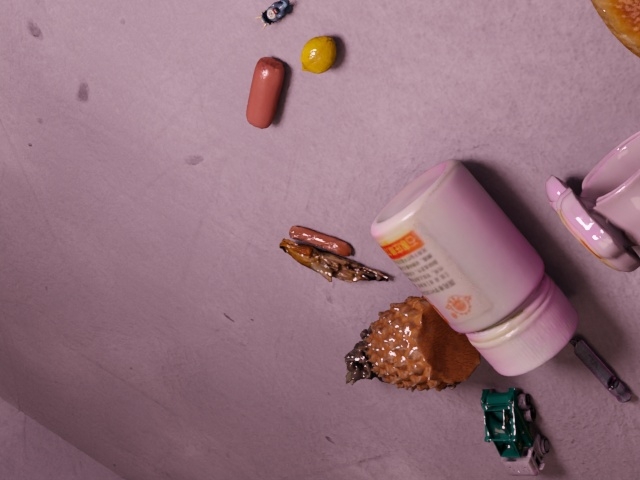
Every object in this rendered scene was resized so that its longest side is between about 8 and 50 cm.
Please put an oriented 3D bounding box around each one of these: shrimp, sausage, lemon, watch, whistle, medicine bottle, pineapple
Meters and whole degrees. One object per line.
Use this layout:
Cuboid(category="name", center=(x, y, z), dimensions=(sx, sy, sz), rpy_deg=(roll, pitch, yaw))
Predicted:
Cuboid(category="shrimp", center=(0.021, 0.060, 1.559), dimensions=(0.262, 0.117, 0.066), rpy_deg=(17, 90, 23))
Cuboid(category="sausage", center=(0.000, 0.000, 1.580), dimensions=(0.157, 0.042, 0.036), rpy_deg=(19, 92, 17))
Cuboid(category="sausage", center=(-0.114, -0.299, 1.406), dimensions=(0.062, 0.062, 0.154), rpy_deg=(29, 133, 11))
Cuboid(category="lemon", center=(-0.005, -0.349, 1.297), dimensions=(0.065, 0.065, 0.092), rpy_deg=(46, 129, -6))
Cuboid(category="watch", center=(0.509, -0.071, 1.112), dimensions=(0.211, 0.248, 0.217), rpy_deg=(44, 108, -2))
Cuboid(category="whistle", center=(0.575, 0.266, 1.415), dimensions=(0.176, 0.033, 0.033), rpy_deg=(46, 134, -7))
Cuboid(category="medicine bottle", center=(0.294, 0.053, 1.306), dimensions=(0.388, 0.219, 0.219), rpy_deg=(47, 134, -8))
Cuboid(category="pineapple", center=(0.173, 0.247, 1.552), dimensions=(0.223, 0.223, 0.357), rpy_deg=(50, 143, -10))

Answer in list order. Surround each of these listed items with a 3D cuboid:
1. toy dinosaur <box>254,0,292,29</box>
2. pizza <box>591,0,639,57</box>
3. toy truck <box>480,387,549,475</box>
Cuboid(category="toy dinosaur", center=(-0.086, -0.431, 1.299), dimensions=(0.083, 0.047, 0.031), rpy_deg=(-21, 108, 42))
Cuboid(category="pizza", center=(0.468, -0.412, 0.936), dimensions=(0.226, 0.086, 0.336), rpy_deg=(-7, 120, 31))
Cuboid(category="toy truck", center=(0.438, 0.447, 1.579), dimensions=(0.110, 0.116, 0.216), rpy_deg=(-12, 115, 38))
